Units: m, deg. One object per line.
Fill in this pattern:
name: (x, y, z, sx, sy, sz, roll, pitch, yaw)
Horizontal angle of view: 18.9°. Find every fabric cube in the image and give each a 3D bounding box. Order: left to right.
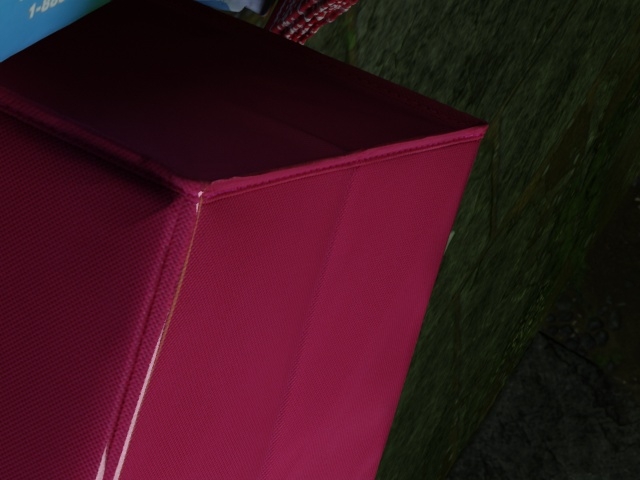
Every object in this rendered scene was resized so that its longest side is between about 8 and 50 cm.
fabric cube: (-0.118, 0.034, 0.843, 0.259, 0.254, 0.258, -15, 127, -59)

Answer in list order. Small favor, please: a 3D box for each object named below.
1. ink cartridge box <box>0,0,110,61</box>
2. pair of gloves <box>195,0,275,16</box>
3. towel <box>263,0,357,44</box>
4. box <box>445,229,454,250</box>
ink cartridge box: (-0.068, -0.297, 0.664, 0.285, 0.166, 0.395, -40, 154, -51)
pair of gloves: (-0.068, -0.132, 1.224, 0.198, 0.023, 0.159, -62, 165, 6)
towel: (0.051, -0.222, 1.175, 0.198, 0.031, 0.275, -64, -167, -14)
box: (0.045, 0.016, 1.687, 0.102, 0.101, 0.087, -64, 165, 13)
